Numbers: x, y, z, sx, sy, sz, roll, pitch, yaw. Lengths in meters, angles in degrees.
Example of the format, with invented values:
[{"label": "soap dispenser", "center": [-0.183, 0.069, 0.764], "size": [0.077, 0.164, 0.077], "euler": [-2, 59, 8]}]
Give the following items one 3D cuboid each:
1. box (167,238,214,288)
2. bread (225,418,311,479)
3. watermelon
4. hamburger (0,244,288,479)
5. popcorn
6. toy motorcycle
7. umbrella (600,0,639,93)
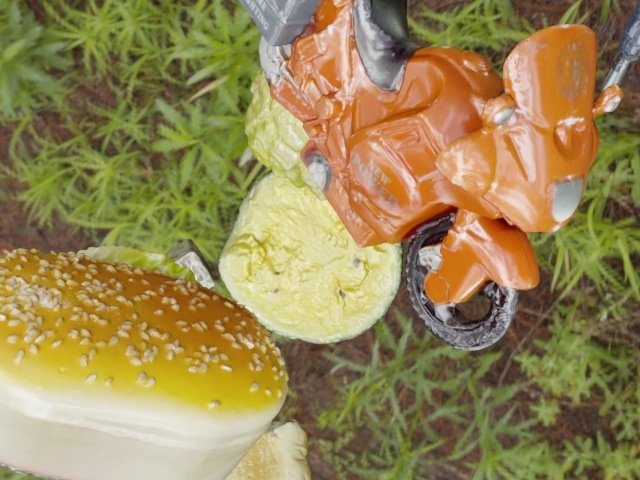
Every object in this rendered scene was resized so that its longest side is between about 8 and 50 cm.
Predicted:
[{"label": "box", "center": [-0.180, 0.038, 1.332], "size": [0.045, 0.098, 0.062], "euler": [-31, 103, -4]}, {"label": "bread", "center": [-0.067, 0.245, 0.911], "size": [0.119, 0.177, 0.084], "euler": [-1, 147, -11]}, {"label": "watermelon", "center": [0.000, 0.000, 1.691], "size": [0.331, 0.189, 0.330], "euler": [6, 122, 9]}, {"label": "hamburger", "center": [-0.127, 0.071, 0.584], "size": [0.210, 0.173, 0.116], "euler": [18, 100, -20]}, {"label": "popcorn", "center": [0.021, -0.169, 1.250], "size": [0.259, 0.259, 0.212], "euler": [-37, 85, 29]}, {"label": "toy motorcycle", "center": [0.063, -0.101, 0.642], "size": [0.325, 0.148, 0.221], "euler": [57, 134, 22]}, {"label": "umbrella", "center": [0.487, -0.317, 1.436], "size": [0.071, 0.071, 0.248], "euler": [27, 111, 8]}]
